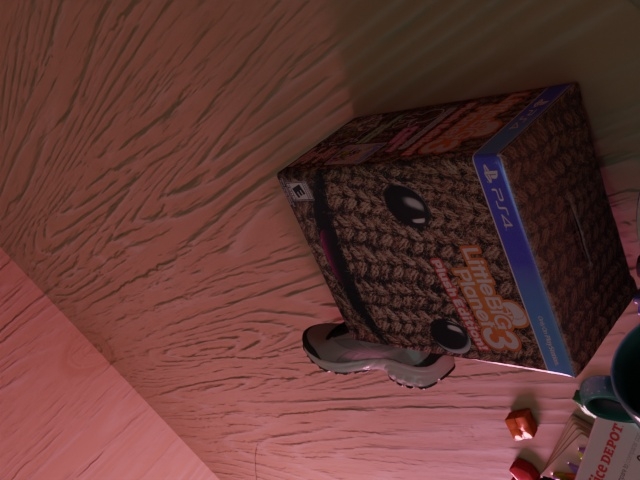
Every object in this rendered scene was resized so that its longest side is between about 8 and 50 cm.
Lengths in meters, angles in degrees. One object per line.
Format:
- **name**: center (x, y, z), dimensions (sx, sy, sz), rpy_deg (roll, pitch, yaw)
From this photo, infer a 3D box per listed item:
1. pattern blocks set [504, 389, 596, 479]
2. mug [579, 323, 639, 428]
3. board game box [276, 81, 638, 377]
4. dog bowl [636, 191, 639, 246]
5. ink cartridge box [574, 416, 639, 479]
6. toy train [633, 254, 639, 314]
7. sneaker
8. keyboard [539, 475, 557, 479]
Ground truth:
- **pattern blocks set**: center (0.385, 0.326, 1.005), dimensions (0.285, 0.026, 0.324), rpy_deg (23, 143, 30)
- **mug**: center (0.353, 0.142, 0.712), dimensions (0.097, 0.129, 0.158), rpy_deg (45, 164, -31)
- **board game box**: center (0.134, -0.010, 0.758), dimensions (0.291, 0.141, 0.232), rpy_deg (0, 122, 49)
- **dog bowl**: center (0.370, -0.006, 0.514), dimensions (0.265, 0.104, 0.265), rpy_deg (38, 151, 26)
- **ink cartridge box**: center (0.413, 0.258, 0.794), dimensions (0.237, 0.100, 0.172), rpy_deg (24, 132, 29)
- **toy train**: center (0.325, 0.026, 0.711), dimensions (0.036, 0.027, 0.158), rpy_deg (21, 142, 37)
- **sneaker**: center (0.076, 0.140, 1.087), dimensions (0.272, 0.100, 0.108), rpy_deg (-2, 113, 46)
- **keyboard**: center (0.392, 0.407, 1.049), dimensions (0.108, 0.023, 0.180), rpy_deg (10, 142, 54)
